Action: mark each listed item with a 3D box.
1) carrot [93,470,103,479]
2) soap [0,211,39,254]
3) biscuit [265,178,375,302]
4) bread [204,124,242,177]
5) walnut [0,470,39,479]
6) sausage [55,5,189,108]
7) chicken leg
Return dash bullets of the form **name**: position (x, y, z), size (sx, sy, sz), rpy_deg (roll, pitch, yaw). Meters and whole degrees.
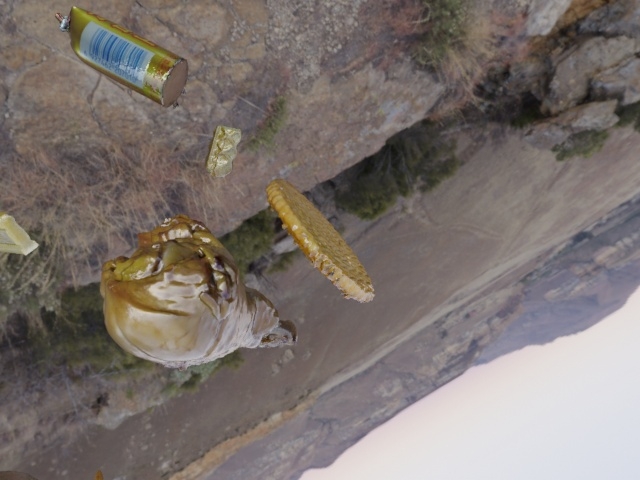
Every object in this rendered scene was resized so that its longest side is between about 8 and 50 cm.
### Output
- **carrot**: position (-0.545, 0.717, 1.030), size (0.069, 0.336, 0.069), rpy_deg (-14, 127, -20)
- **soap**: position (-0.725, -0.021, 0.930), size (0.037, 0.251, 0.092), rpy_deg (-59, 141, -39)
- **biscuit**: position (0.000, 0.000, 0.686), size (0.035, 0.254, 0.254), rpy_deg (-40, 157, 11)
- **bread**: position (-0.201, -0.181, 0.872), size (0.060, 0.066, 0.110), rpy_deg (-12, 127, -57)
- **walnut**: position (-0.466, 0.458, 0.585), size (0.248, 0.248, 0.248), rpy_deg (-26, 157, -12)
- **sausage**: position (-0.449, -0.416, 0.950), size (0.117, 0.317, 0.125), rpy_deg (-61, 178, -15)
- **chicken leg**: position (-0.174, 0.079, 0.701), size (0.182, 0.295, 0.409), rpy_deg (-44, 144, 8)
